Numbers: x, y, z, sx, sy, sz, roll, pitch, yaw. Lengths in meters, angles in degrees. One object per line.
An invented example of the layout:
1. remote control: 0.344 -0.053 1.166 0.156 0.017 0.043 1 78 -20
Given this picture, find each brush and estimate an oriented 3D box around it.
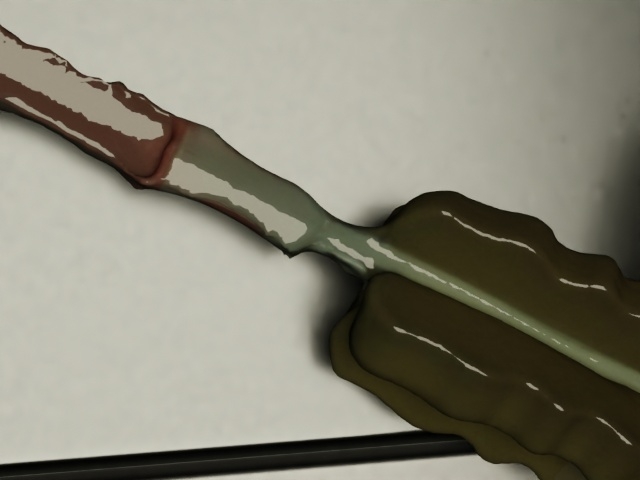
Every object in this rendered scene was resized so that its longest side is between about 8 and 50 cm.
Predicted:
1. brush: 0.000 0.000 0.533 0.301 0.071 0.084 26 73 -8
